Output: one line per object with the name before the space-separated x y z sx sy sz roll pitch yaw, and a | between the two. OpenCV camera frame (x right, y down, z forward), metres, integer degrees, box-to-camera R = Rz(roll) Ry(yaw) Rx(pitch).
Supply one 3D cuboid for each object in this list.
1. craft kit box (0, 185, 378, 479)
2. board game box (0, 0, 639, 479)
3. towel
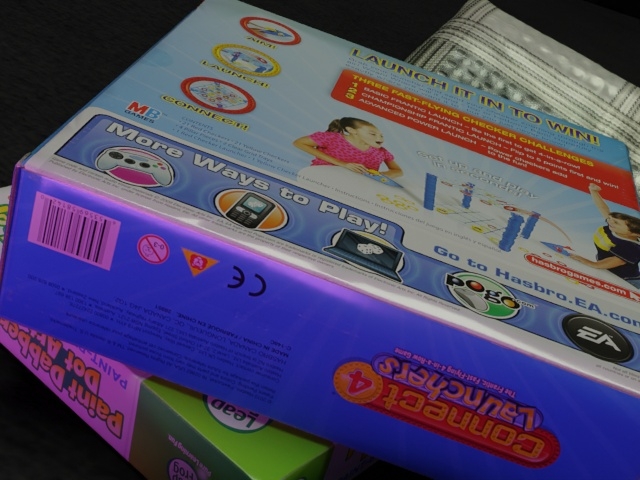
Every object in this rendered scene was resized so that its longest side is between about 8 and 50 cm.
craft kit box | -0.049 0.034 0.580 0.250 0.061 0.246 35 35 25
board game box | 0.028 -0.016 0.568 0.308 0.086 0.302 21 29 1
towel | 0.186 -0.042 0.780 0.324 0.056 0.312 36 50 8
